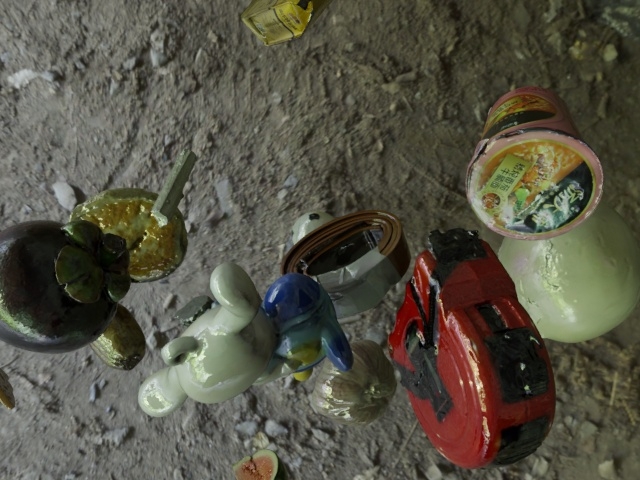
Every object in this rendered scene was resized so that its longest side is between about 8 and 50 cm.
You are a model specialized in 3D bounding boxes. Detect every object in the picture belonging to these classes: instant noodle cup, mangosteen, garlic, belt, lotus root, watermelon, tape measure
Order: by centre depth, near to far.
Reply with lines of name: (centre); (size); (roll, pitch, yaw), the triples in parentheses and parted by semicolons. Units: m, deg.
tape measure: (0.185, 0.155, 0.722); (0.114, 0.253, 0.260); (-10, 52, -16)
instant noodle cup: (0.399, -0.167, 1.077); (0.244, 0.244, 0.255); (34, 40, -12)
belt: (0.054, 0.048, 1.122); (0.261, 0.184, 0.105); (-30, 135, -8)
mangosteen: (-0.558, 0.082, 1.179); (0.300, 0.300, 0.300); (1, 86, -17)
lotus root: (-0.595, 0.257, 1.596); (0.260, 0.128, 0.145); (44, 104, 26)
watermelon: (-0.170, 0.761, 1.840); (0.159, 0.303, 0.128); (14, 88, -23)
garlic: (0.130, 0.514, 1.982); (0.317, 0.259, 0.318); (6, 80, -34)

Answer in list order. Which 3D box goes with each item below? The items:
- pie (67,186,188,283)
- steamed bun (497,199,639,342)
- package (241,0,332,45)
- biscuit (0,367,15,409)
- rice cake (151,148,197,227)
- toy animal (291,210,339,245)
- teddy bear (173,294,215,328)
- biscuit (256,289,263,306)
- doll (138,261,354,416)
pie: (-0.553, -0.009, 1.627); (0.339, 0.077, 0.339); (-5, 121, -8)
steamed bun: (0.538, 0.059, 1.273); (0.232, 0.312, 0.334); (-9, 61, -19)
package: (-0.018, -0.244, 0.568); (0.047, 0.131, 0.071); (48, 65, -33)
biscuit: (-0.983, 0.419, 1.704); (0.035, 0.162, 0.250); (-39, 59, -16)
rice cake: (-0.400, -0.149, 1.555); (0.052, 0.057, 0.256); (4, 52, 13)
toy animal: (0.000, 0.000, 1.531); (0.179, 0.166, 0.138); (16, 43, -51)
teddy bear: (-0.357, 0.300, 1.903); (0.251, 0.171, 0.144); (44, 46, -15)
biscuit: (-0.235, 0.212, 1.637); (0.107, 0.388, 0.073); (-29, 89, 0)
doll: (-0.096, 0.156, 0.942); (0.365, 0.376, 0.187); (-1, 71, -40)
